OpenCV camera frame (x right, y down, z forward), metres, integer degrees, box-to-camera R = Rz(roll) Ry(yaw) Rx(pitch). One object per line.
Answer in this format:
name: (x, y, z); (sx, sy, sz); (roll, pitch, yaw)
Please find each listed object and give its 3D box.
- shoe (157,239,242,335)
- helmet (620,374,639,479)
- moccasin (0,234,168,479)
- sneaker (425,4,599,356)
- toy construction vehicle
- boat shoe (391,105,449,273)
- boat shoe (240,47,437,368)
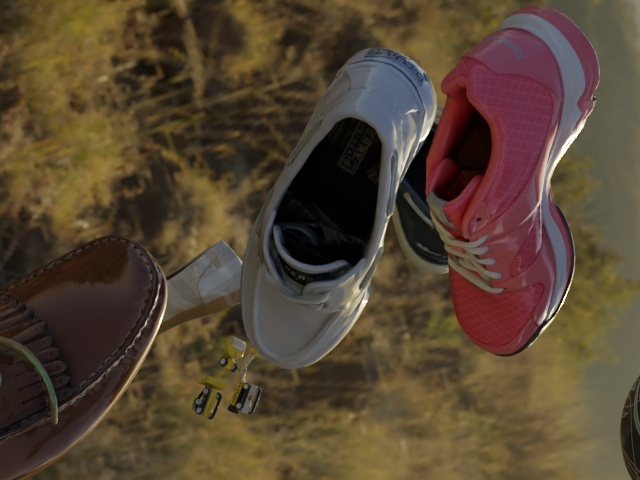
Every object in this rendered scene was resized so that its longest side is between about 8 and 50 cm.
shoe: (-0.164, 0.062, 1.355); (0.058, 0.219, 0.076); (61, 20, -14)
helmet: (0.330, 0.164, 1.187); (0.161, 0.169, 0.169); (21, 47, -29)
moccasin: (-0.274, 0.107, 0.984); (0.139, 0.380, 0.147); (51, -21, 32)
sneaker: (0.126, -0.030, 1.137); (0.136, 0.116, 0.314); (-28, 133, -37)
toy construction vehicle: (-0.108, 0.162, 1.650); (0.086, 0.035, 0.098); (28, 77, -46)
boat shoe: (0.090, -0.091, 1.421); (0.079, 0.095, 0.254); (118, -36, -53)
boat shoe: (0.000, 0.000, 0.941); (0.096, 0.267, 0.088); (31, 39, 3)
